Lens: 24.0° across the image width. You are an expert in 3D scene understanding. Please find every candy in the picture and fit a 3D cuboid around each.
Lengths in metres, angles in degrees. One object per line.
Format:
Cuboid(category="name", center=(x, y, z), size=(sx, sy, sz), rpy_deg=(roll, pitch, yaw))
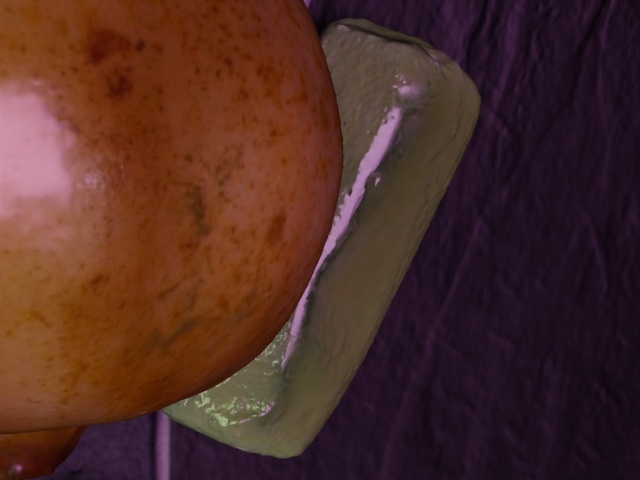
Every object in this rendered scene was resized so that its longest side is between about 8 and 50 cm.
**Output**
Cuboid(category="candy", center=(0.000, 0.000, 1.150), size=(0.343, 0.132, 0.142), rpy_deg=(-63, 157, 2))

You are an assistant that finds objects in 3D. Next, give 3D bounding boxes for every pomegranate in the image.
Cuboid(category="pomegranate", center=(-0.184, -0.042, 0.908), size=(0.417, 0.417, 0.416), rpy_deg=(-5, 102, -22))

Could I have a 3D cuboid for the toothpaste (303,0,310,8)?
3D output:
Cuboid(category="toothpaste", center=(-0.064, -0.108, 1.144), size=(0.067, 0.043, 0.194), rpy_deg=(24, 97, -27))
